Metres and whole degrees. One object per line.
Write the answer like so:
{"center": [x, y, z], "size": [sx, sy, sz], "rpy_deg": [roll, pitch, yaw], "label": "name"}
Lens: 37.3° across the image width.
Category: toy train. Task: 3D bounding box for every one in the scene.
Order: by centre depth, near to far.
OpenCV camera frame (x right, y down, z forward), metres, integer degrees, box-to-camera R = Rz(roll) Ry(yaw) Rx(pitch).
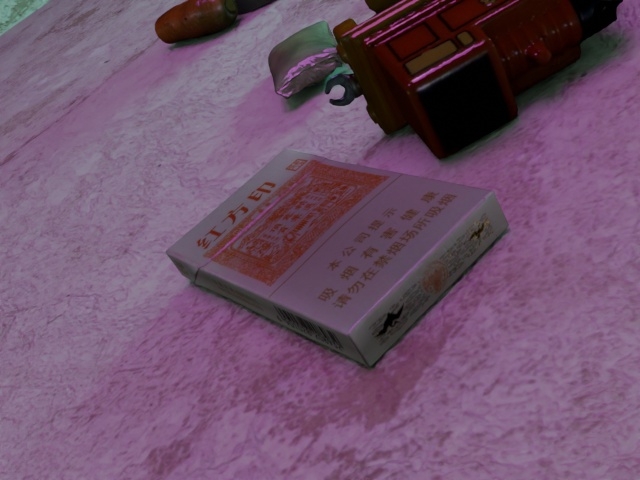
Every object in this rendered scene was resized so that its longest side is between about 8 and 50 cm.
{"center": [0.179, -0.239, 1.099], "size": [0.369, 0.163, 0.232], "rpy_deg": [-29, 42, 3], "label": "toy train"}

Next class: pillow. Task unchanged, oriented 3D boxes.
{"center": [-0.024, -0.278, 1.450], "size": [0.119, 0.053, 0.208], "rpy_deg": [-26, 26, 4], "label": "pillow"}

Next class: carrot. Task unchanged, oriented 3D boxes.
{"center": [-0.251, -0.442, 1.887], "size": [0.193, 0.087, 0.087], "rpy_deg": [-10, 35, 36], "label": "carrot"}

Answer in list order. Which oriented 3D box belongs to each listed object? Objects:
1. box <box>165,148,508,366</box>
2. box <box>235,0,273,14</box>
{"center": [-0.001, -0.001, 1.002], "size": [0.204, 0.051, 0.365], "rpy_deg": [-43, 31, -20], "label": "box"}
{"center": [-0.131, -0.581, 1.917], "size": [0.226, 0.149, 0.226], "rpy_deg": [-22, 31, 14], "label": "box"}
